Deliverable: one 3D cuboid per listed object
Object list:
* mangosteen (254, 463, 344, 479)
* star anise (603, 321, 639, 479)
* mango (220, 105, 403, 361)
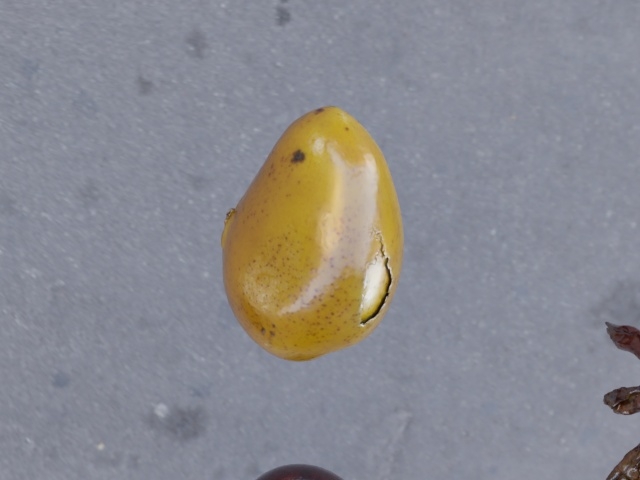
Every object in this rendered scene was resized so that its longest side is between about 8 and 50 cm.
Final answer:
[{"bbox_3d":[-0.033,0.412,1.656,0.199,0.200,0.200,-8,106,-29],"label":"mangosteen"},{"bbox_3d":[0.354,0.142,1.064,0.088,0.288,0.288,13,95,-41],"label":"star anise"},{"bbox_3d":[0.000,0.000,1.280,0.160,0.191,0.290,-12,118,-49],"label":"mango"}]
